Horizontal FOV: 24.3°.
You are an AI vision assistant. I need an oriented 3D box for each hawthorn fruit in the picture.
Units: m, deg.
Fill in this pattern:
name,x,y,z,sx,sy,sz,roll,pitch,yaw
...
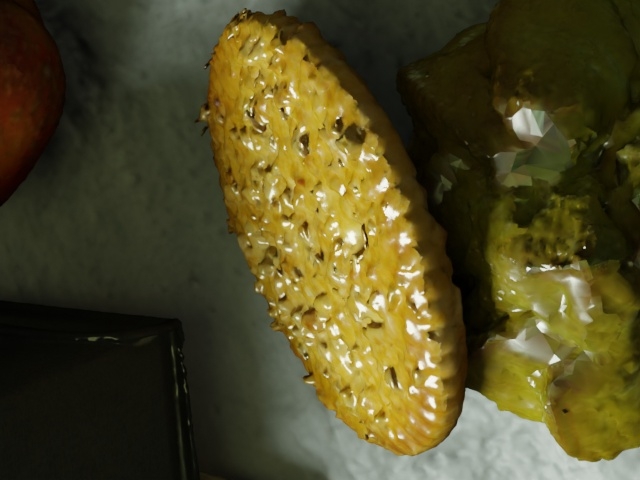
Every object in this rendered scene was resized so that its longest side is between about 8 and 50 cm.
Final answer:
name,x,y,z,sx,sy,sz,roll,pitch,yaw
hawthorn fruit,-0.237,-0.072,0.891,0.162,0.162,0.203,27,134,12

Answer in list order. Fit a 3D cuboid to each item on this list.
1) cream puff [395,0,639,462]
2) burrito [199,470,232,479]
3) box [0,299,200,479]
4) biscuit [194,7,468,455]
name,x,y,z,sx,sy,sz,roll,pitch,yaw
cream puff,0.146,-0.013,0.747,0.244,0.196,0.244,4,131,4
burrito,-0.078,0.170,0.945,0.149,0.041,0.055,8,97,22
box,-0.264,0.176,0.903,0.345,0.204,0.251,3,107,28
biscuit,0.000,0.000,0.781,0.035,0.254,0.254,-23,98,-20
